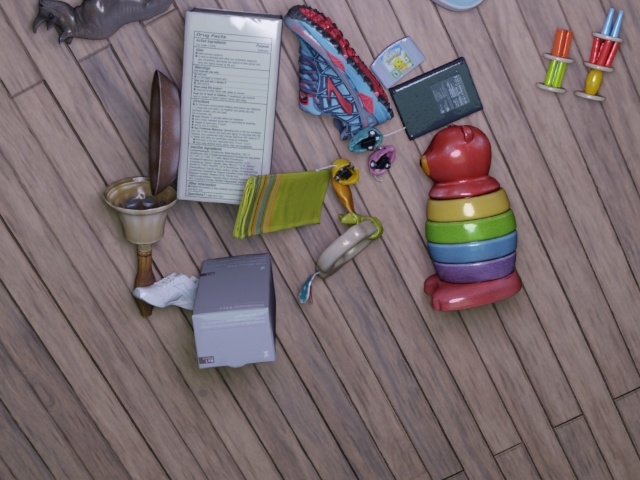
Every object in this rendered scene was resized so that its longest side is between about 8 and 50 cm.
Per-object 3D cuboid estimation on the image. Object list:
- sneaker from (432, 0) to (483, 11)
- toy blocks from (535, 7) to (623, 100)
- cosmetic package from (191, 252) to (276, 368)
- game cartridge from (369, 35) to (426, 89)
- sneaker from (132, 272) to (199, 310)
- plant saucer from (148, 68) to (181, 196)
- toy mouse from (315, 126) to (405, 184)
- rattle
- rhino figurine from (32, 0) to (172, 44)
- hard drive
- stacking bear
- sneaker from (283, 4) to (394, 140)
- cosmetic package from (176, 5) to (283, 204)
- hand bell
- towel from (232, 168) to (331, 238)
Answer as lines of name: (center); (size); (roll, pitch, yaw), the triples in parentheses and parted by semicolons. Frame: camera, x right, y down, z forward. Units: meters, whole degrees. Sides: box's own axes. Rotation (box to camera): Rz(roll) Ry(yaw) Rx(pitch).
sneaker: (0.149, -0.504, 1.420); (0.135, 0.150, 0.366); (-34, 106, 8)
toy blocks: (0.431, -0.314, 1.547); (0.123, 0.054, 0.148); (10, 107, -7)
cosmetic package: (-0.138, 0.112, 1.551); (0.127, 0.238, 0.107); (-6, 108, -2)
game cartridge: (0.125, -0.297, 1.555); (0.083, 0.017, 0.056); (-38, 102, 8)
sneaker: (-0.260, 0.083, 1.603); (0.053, 0.152, 0.061); (21, 97, 34)
plant saucer: (-0.245, -0.168, 1.482); (0.036, 0.198, 0.199); (0, 108, -15)
toy mouse: (0.081, -0.148, 1.551); (0.143, 0.031, 0.161); (-43, 145, 18)
rattle: (0.000, 0.000, 1.615); (0.143, 0.130, 0.199); (44, 127, -4)
rhino figurine: (-0.343, -0.374, 1.473); (0.243, 0.073, 0.106); (-22, 105, 5)
hard drive: (0.193, -0.237, 1.573); (0.135, 0.022, 0.094); (-23, 107, 4)
stacking bear: (0.241, -0.049, 1.572); (0.164, 0.175, 0.289); (-9, 100, 2)
sneaker: (0.009, -0.252, 1.486); (0.125, 0.104, 0.262); (-34, 128, 13)
cosmetic package: (-0.144, -0.216, 1.505); (0.153, 0.129, 0.296); (6, 108, -4)
hand bell: (-0.298, 0.026, 1.599); (0.126, 0.126, 0.242); (1, 119, -4)
towel: (-0.055, -0.062, 1.520); (0.021, 0.237, 0.102); (26, 109, 26)
